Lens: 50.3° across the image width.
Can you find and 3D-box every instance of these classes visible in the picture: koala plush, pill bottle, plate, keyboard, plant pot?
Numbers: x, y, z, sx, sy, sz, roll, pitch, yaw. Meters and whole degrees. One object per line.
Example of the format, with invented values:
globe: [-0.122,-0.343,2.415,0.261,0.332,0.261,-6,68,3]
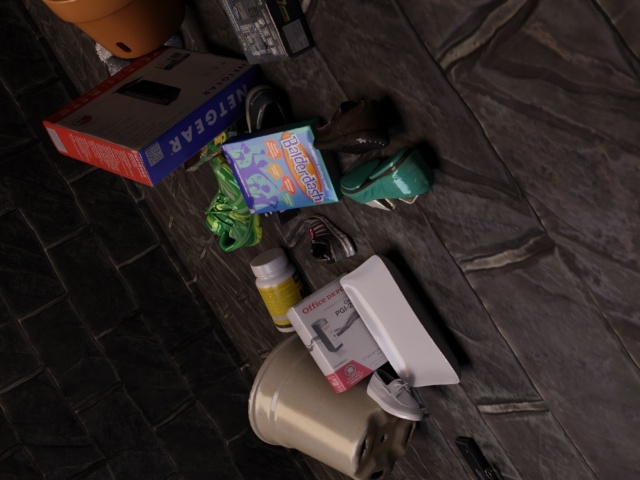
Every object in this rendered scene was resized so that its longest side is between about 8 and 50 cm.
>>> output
koala plush: [-0.469,-0.478,1.752,0.221,0.196,0.203,46,167,23]
pill bottle: [-0.104,0.133,1.850,0.119,0.119,0.208,19,137,61]
plate: [0.159,0.162,1.358,0.278,0.045,0.277,57,162,5]
keyboard: [0.349,0.492,1.416,0.180,0.023,0.108,57,167,3]
plant pot: [-0.423,-0.533,1.459,0.291,0.291,0.203,43,172,39]
plant pot: [0.050,0.412,1.649,0.305,0.334,0.334,23,141,42]

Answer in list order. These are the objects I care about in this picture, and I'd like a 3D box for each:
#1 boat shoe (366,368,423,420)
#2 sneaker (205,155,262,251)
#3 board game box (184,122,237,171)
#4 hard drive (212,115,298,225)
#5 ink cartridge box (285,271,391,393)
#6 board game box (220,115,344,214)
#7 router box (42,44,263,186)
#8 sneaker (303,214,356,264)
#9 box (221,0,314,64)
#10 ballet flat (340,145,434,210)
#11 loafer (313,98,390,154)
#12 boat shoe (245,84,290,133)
boat shoe: [0.161,0.324,1.446,0.184,0.066,0.063,-154,75,-69]
sneaker: [-0.212,-0.071,1.617,0.109,0.123,0.295,46,156,34]
board game box: [-0.265,-0.256,1.590,0.259,0.030,0.136,-15,78,56]
hard drive: [-0.187,-0.197,1.650,0.339,0.064,0.237,32,147,51]
ink cartridge box: [0.048,0.204,1.520,0.218,0.158,0.092,56,161,8]
board game box: [-0.071,-0.140,1.315,0.210,0.047,0.160,-8,117,31]
router box: [-0.330,-0.268,1.380,0.301,0.335,0.082,19,140,33]
sneaker: [0.000,0.000,1.462,0.170,0.074,0.063,37,151,48]
box: [-0.113,-0.418,1.149,0.183,0.059,0.233,20,138,61]
ballet flat: [0.104,-0.086,1.082,0.087,0.083,0.247,48,165,-11]
loafer: [0.053,-0.182,1.091,0.220,0.080,0.078,-170,85,-67]
boat shoe: [-0.092,-0.190,1.392,0.079,0.095,0.255,-126,26,-48]
